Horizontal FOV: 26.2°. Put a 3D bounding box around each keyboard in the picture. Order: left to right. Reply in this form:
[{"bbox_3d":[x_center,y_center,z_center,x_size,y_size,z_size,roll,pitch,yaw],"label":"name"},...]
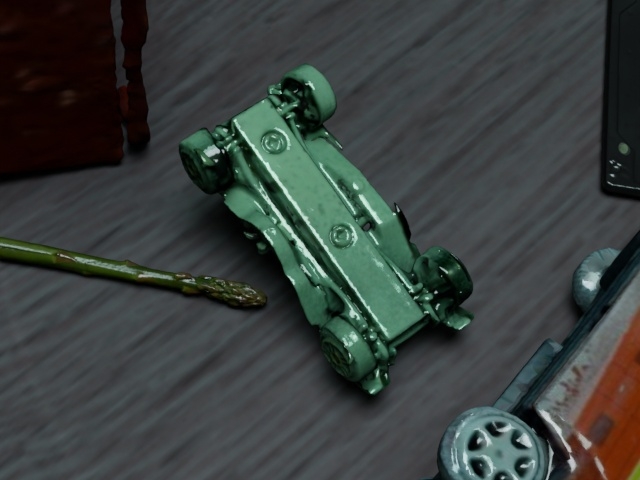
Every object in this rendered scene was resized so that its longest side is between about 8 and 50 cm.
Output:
[{"bbox_3d":[0.184,-0.087,0.763,0.053,0.010,0.155,10,58,1],"label":"keyboard"}]

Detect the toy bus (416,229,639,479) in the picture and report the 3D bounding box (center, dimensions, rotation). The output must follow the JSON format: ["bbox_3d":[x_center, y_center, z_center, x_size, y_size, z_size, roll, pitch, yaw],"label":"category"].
[{"bbox_3d":[0.136,0.078,0.602,0.120,0.121,0.265,39,63,9],"label":"toy bus"}]

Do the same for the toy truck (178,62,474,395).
[{"bbox_3d":[-0.001,-0.001,0.670,0.080,0.078,0.154,-35,84,-22],"label":"toy truck"}]

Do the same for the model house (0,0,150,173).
[{"bbox_3d":[-0.214,-0.125,0.647,0.254,0.196,0.160,-15,63,-14],"label":"model house"}]

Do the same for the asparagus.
[{"bbox_3d":[-0.107,0.013,0.680,0.166,0.013,0.016,11,17,2],"label":"asparagus"}]
